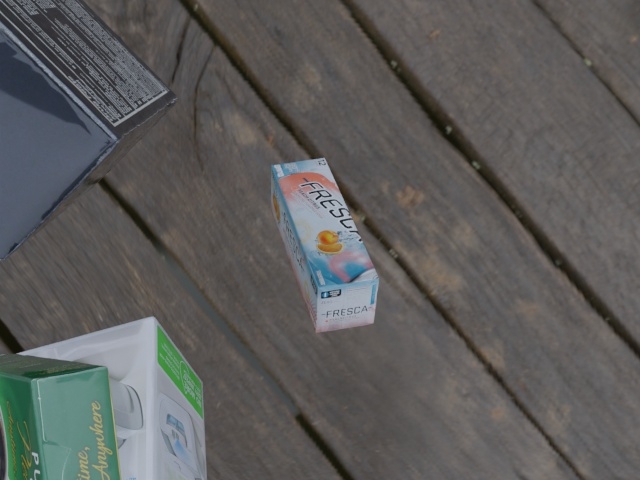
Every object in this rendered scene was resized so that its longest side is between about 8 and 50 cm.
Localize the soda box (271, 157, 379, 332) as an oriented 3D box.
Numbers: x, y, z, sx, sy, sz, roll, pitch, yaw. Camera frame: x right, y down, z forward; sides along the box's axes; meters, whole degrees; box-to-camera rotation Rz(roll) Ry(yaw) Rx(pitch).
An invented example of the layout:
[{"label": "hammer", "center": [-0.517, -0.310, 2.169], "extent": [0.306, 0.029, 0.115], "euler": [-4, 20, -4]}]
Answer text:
[{"label": "soda box", "center": [0.000, 0.000, 0.904], "extent": [0.058, 0.063, 0.183], "euler": [-9, 44, -13]}]

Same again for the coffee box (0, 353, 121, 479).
[{"label": "coffee box", "center": [-0.160, 0.122, 0.523], "extent": [0.040, 0.184, 0.113], "euler": [-6, 88, -33]}]

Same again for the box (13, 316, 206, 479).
[{"label": "box", "center": [-0.235, 0.220, 0.802], "extent": [0.261, 0.127, 0.231], "euler": [-15, 48, 8]}]

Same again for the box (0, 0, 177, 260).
[{"label": "box", "center": [-0.335, -0.173, 0.975], "extent": [0.182, 0.294, 0.296], "euler": [-43, 100, 12]}]
